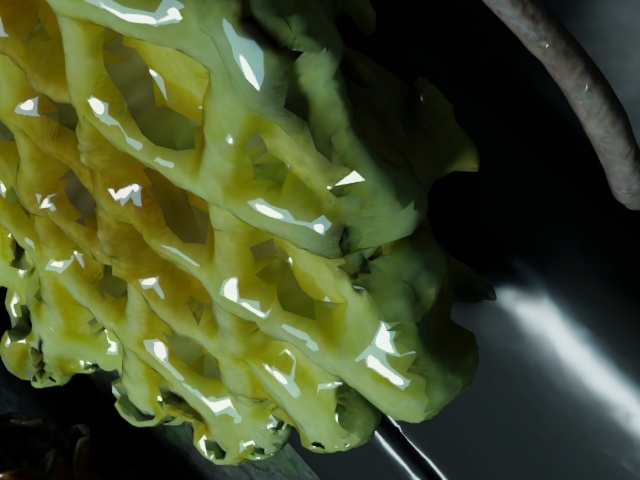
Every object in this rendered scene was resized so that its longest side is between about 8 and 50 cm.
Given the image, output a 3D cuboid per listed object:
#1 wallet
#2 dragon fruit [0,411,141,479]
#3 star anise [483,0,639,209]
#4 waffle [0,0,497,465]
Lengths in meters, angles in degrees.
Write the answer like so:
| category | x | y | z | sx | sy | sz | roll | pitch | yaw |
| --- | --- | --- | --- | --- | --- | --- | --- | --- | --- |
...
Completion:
| category | x | y | z | sx | sy | sz | roll | pitch | yaw |
| --- | --- | --- | --- | --- | --- | --- | --- | --- | --- |
| wallet | -0.001 | 0.000 | 0.518 | 0.406 | 0.062 | 0.228 | 48 | 146 | 7 |
| dragon fruit | -0.150 | 0.241 | 0.774 | 0.244 | 0.244 | 0.299 | -12 | 103 | 54 |
| star anise | 0.015 | -0.104 | 0.344 | 0.148 | 0.218 | 0.227 | 23 | 118 | 47 |
| waffle | -0.088 | -0.061 | 0.451 | 0.297 | 0.073 | 0.317 | -4 | 122 | 56 |
